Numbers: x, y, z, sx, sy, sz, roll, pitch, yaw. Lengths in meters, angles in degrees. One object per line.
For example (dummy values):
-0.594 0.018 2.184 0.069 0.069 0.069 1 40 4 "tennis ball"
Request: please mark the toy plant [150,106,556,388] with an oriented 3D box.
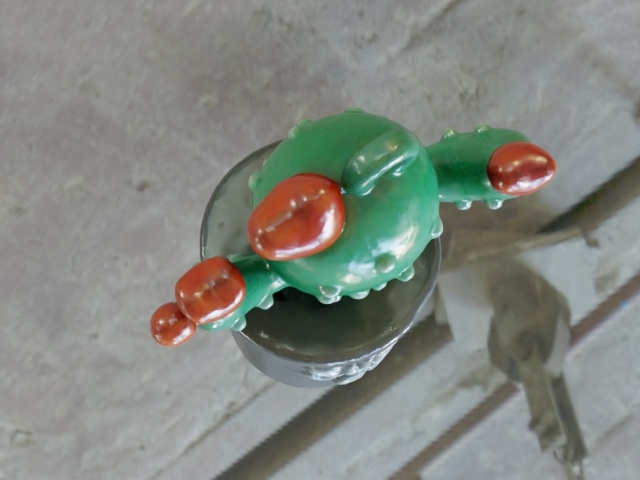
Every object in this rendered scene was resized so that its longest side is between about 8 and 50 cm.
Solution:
0.014 -0.001 0.965 0.279 0.185 0.400 -3 162 -5 "toy plant"
